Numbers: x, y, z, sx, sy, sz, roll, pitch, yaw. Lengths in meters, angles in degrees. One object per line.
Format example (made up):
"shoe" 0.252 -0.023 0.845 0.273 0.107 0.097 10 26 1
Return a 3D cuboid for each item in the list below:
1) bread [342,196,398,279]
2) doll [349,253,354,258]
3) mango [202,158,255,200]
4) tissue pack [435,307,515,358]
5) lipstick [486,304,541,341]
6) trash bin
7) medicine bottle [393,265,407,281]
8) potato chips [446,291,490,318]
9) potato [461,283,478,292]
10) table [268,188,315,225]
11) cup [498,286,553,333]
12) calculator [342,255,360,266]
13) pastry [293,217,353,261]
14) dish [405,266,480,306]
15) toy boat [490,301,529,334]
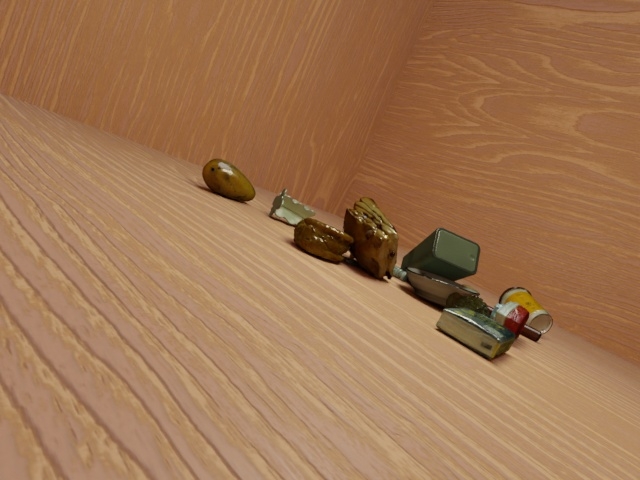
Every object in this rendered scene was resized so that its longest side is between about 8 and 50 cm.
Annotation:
"bread" 0.198 -0.003 1.694 0.167 0.277 0.324 -15 44 -10
"doll" 0.191 0.080 1.871 0.113 0.071 0.135 41 5 -31
"mango" -0.459 -0.289 2.051 0.329 0.175 0.176 41 17 -40
"tissue pack" 0.500 0.286 1.273 0.185 0.081 0.257 30 9 34
"lipstick" 0.871 0.374 1.924 0.356 0.057 0.057 27 8 21
"trash bin" 0.545 0.099 1.878 0.223 0.158 0.343 23 -24 -7
"medicine bottle" 0.336 0.135 1.943 0.191 0.051 0.051 31 10 35
"potato chips" 0.568 0.260 1.516 0.209 0.142 0.026 45 -20 -5
"potato" 0.840 0.296 2.281 0.107 0.080 0.170 28 3 31
"table" -0.143 -0.149 2.083 0.198 0.166 0.166 30 5 -23
"cup" 1.112 0.385 2.177 0.196 0.196 0.280 22 16 -16
"calculator" 0.160 0.102 1.754 0.172 0.018 0.057 22 10 -29
"pastry" 0.000 0.000 1.602 0.240 0.132 0.235 27 -4 -38
"dish" 0.490 0.208 1.668 0.316 0.106 0.316 19 4 -1
"toy boat" 0.758 0.314 1.633 0.133 0.145 0.332 28 3 31
